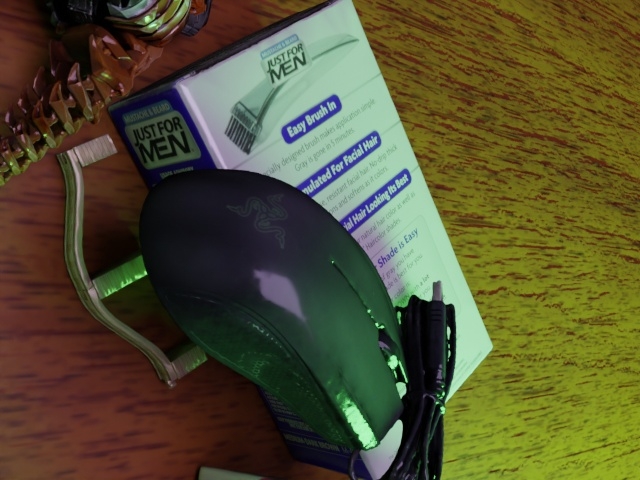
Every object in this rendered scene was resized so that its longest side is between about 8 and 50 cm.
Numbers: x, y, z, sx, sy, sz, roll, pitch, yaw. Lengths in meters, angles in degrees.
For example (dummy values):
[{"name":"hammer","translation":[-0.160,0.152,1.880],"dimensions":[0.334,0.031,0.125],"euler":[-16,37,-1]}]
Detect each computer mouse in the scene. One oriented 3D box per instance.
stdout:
[{"name":"computer mouse","translation":[0.010,0.044,0.486],"dimensions":[0.272,0.072,0.188],"euler":[40,43,-27]}]

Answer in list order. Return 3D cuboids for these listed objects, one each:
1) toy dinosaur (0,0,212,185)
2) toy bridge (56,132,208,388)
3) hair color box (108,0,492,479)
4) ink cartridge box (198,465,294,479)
[{"name":"toy dinosaur","translation":[-0.140,-0.189,0.490],"dimensions":[0.218,0.164,0.321],"euler":[44,35,-51]},{"name":"toy bridge","translation":[-0.141,0.023,0.542],"dimensions":[0.063,0.026,0.188],"euler":[-32,108,-38]},{"name":"hair color box","translation":[0.000,0.000,0.623],"dimensions":[0.185,0.110,0.338],"euler":[-38,113,-36]},{"name":"ink cartridge box","translation":[0.028,0.241,0.590],"dimensions":[0.218,0.159,0.092],"euler":[23,69,-40]}]
